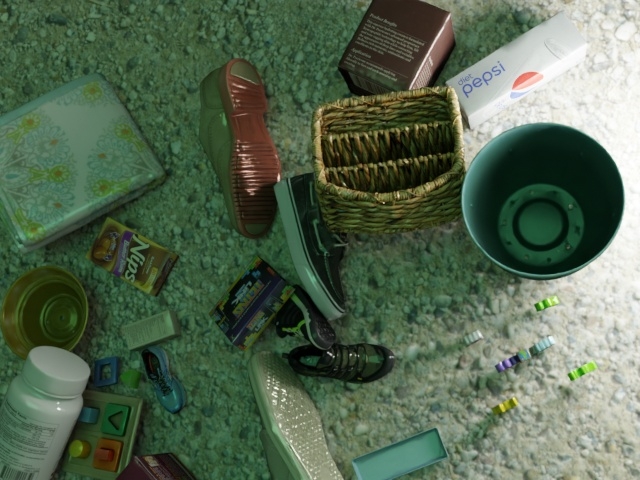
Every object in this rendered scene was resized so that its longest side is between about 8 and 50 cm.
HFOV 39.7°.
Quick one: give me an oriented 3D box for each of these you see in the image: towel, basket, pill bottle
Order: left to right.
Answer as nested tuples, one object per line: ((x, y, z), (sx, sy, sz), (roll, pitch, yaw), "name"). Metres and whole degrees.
((-0.604, 0.380, 1.888), (0.160, 0.160, 0.283), (30, 103, 17), "pill bottle")
((-0.591, -0.182, 2.033), (0.374, 0.090, 0.321), (-30, 76, -12), "towel")
((0.135, -0.153, 1.747), (0.299, 0.213, 0.223), (-5, 122, 7), "basket")

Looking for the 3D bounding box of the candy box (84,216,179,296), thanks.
((-0.426, 0.036, 2.006), (0.186, 0.053, 0.109), (27, 85, 16), "candy box")

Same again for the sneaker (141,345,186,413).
((-0.350, 0.304, 1.922), (0.063, 0.073, 0.162), (-32, 74, 6), "sneaker")

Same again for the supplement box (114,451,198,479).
((-0.333, 0.502, 1.818), (0.104, 0.188, 0.081), (42, 91, 17), "supplement box")

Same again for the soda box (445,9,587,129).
((0.411, -0.356, 1.862), (0.286, 0.091, 0.098), (-31, 74, 6), "soda box")

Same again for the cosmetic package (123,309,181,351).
((-0.373, 0.200, 1.965), (0.115, 0.041, 0.060), (-18, 75, 9), "cosmetic package")

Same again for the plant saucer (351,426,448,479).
((0.161, 0.444, 1.801), (0.192, 0.018, 0.067), (-23, 75, 7), "plant saucer")

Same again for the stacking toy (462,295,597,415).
((0.411, 0.228, 1.770), (0.221, 0.052, 0.167), (-26, 76, 5), "stacking toy")

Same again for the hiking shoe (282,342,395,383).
((0.037, 0.251, 1.818), (0.226, 0.114, 0.086), (-4, 79, 13), "hiking shoe")

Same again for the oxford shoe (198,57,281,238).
((-0.189, -0.194, 1.977), (0.146, 0.140, 0.397), (-12, 79, 43), "oxford shoe")

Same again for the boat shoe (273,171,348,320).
((0.000, 0.000, 1.873), (0.119, 0.121, 0.335), (-24, 72, 12), "boat shoe")

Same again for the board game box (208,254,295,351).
((-0.149, 0.131, 1.885), (0.170, 0.048, 0.141), (-52, 34, -1), "board game box")

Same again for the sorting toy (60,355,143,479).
((-0.481, 0.420, 1.911), (0.195, 0.047, 0.348), (2, 74, 30), "sorting toy")

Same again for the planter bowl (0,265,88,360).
((-0.602, 0.171, 2.001), (0.217, 0.090, 0.217), (-3, 78, 14), "planter bowl")

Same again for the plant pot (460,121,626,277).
((0.429, -0.053, 1.721), (0.292, 0.235, 0.293), (-3, 78, 13), "plant pot")

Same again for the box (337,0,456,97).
((0.166, -0.396, 1.889), (0.168, 0.167, 0.203), (28, 86, 17), "box")

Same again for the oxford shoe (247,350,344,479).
((-0.058, 0.438, 1.791), (0.130, 0.169, 0.450), (-34, 72, 28), "oxford shoe")

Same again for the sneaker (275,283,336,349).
((-0.041, 0.178, 1.824), (0.097, 0.235, 0.084), (-43, 114, 4), "sneaker")
